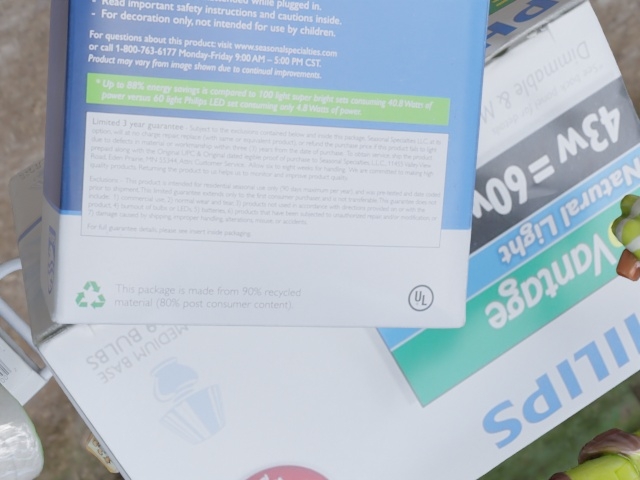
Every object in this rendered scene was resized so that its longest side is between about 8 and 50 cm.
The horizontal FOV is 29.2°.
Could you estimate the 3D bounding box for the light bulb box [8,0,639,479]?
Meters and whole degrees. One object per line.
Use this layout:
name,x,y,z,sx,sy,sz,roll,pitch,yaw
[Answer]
light bulb box,0.000,0.000,0.834,0.358,0.361,0.225,-33,112,-6

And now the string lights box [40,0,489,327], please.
string lights box,-0.016,-0.106,0.394,0.133,0.260,0.077,2,-173,-16

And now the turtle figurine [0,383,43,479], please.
turtle figurine,-0.245,0.091,0.382,0.266,0.198,0.275,-36,173,-38

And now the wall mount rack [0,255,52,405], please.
wall mount rack,-0.393,0.109,1.232,0.350,0.304,0.130,-42,-177,5

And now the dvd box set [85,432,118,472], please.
dvd box set,-0.104,0.090,1.428,0.307,0.062,0.420,-40,173,-38

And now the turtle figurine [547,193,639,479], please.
turtle figurine,0.197,0.100,0.566,0.217,0.269,0.087,-42,-160,-14
